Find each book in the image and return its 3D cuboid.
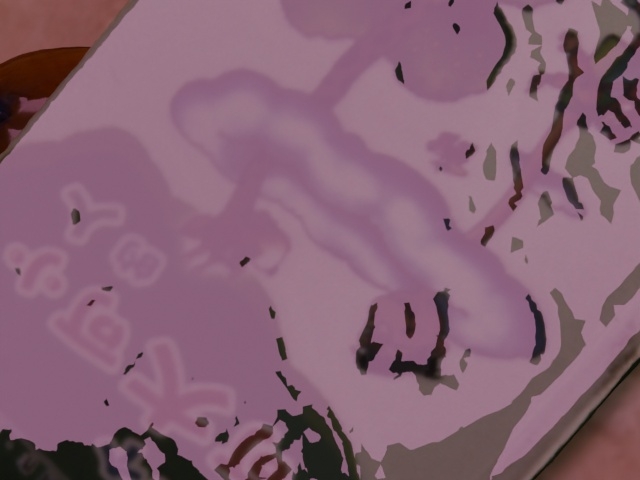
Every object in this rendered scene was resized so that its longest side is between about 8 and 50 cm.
[{"bbox_3d":[0.000,0.000,0.725,0.260,0.043,0.371,42,95,15],"label":"book"}]

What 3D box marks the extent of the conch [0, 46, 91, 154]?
[{"bbox_3d":[-0.091,-0.056,0.817,0.330,0.093,0.109,-28,52,18],"label":"conch"}]
